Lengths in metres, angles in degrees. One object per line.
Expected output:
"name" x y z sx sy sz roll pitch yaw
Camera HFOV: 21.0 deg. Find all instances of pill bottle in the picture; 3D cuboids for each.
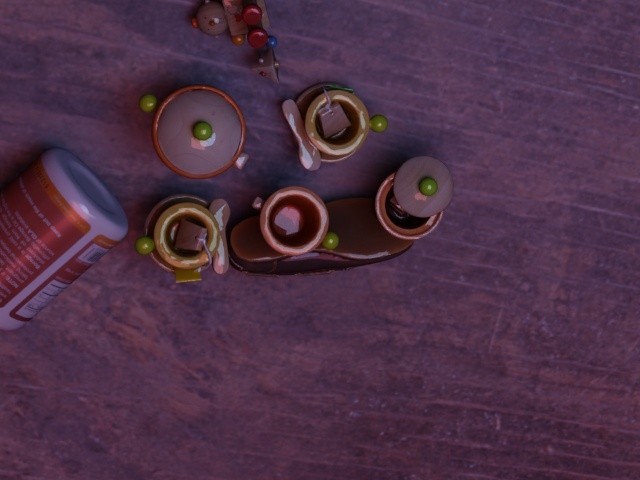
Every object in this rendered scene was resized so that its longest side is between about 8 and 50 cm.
"pill bottle" -0.314 0.014 1.785 0.216 0.121 0.121 -40 117 9

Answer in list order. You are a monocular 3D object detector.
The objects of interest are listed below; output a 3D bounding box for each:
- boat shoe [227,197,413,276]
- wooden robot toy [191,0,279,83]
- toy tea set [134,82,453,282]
"boat shoe" 0.000 0.000 1.877 0.207 0.073 0.073 -2 158 -6
"wooden robot toy" -0.095 -0.232 1.741 0.079 0.076 0.173 -11 118 6
"toy tea set" -0.029 -0.069 1.769 0.336 0.124 0.200 -7 93 -10
